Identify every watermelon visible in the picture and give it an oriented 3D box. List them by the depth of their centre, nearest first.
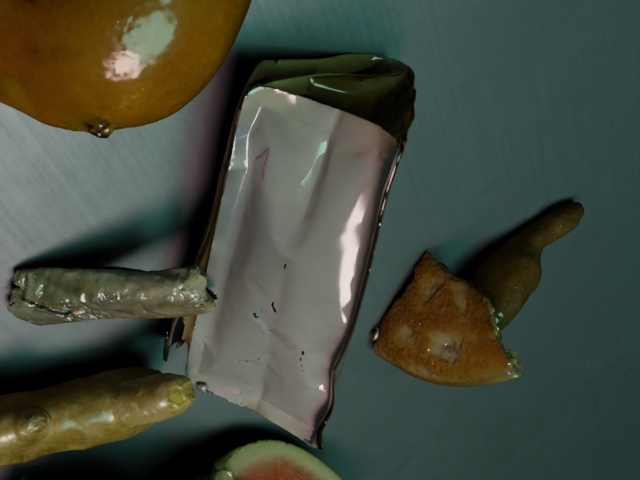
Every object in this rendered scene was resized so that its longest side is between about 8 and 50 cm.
[{"bbox_3d":[-0.040,0.308,0.967,0.303,0.159,0.128,38,70,-34],"label":"watermelon"}]

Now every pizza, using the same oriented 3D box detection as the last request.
[{"bbox_3d":[0.141,0.093,0.969,0.062,0.182,0.161,-4,83,-52],"label":"pizza"}]

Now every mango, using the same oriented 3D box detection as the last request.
[{"bbox_3d":[-0.121,-0.182,0.524,0.136,0.166,0.236,-27,132,-87],"label":"mango"}]

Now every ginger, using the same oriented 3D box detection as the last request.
[{"bbox_3d":[-0.258,0.161,0.710,0.298,0.065,0.118,-9,169,-30],"label":"ginger"}]

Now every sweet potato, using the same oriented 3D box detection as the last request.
[{"bbox_3d":[0.248,0.032,1.043,0.269,0.074,0.075,-47,141,-26],"label":"sweet potato"}]

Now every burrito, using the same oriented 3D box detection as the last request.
[{"bbox_3d":[-0.173,0.044,0.685,0.171,0.042,0.051,1,133,2],"label":"burrito"}]

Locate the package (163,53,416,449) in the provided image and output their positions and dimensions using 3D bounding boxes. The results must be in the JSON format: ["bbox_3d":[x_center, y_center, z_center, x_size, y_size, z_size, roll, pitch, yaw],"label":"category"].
[{"bbox_3d":[-0.032,-0.006,0.750,0.164,0.221,0.311,15,119,-2],"label":"package"}]
